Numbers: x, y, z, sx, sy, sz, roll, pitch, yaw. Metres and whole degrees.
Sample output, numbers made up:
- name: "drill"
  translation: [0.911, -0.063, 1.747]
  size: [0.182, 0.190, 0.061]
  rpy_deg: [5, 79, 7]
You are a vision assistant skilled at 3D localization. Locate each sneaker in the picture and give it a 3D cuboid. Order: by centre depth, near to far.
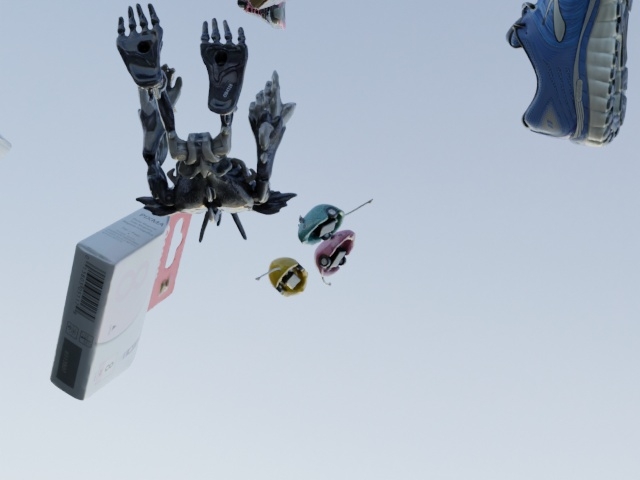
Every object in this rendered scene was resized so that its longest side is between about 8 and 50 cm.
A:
- name: "sneaker"
  translation: [0.293, -0.281, 1.186]
  size: [0.147, 0.129, 0.330]
  rpy_deg: [6, -83, 26]
- name: "sneaker"
  translation: [-0.074, -0.289, 1.220]
  size: [0.057, 0.119, 0.047]
  rpy_deg: [-1, -69, -12]

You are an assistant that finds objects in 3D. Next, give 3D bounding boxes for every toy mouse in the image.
- name: "toy mouse"
  translation: [0.000, 0.000, 1.072]
  size: [0.031, 0.143, 0.161]
  rpy_deg: [41, 2, 27]

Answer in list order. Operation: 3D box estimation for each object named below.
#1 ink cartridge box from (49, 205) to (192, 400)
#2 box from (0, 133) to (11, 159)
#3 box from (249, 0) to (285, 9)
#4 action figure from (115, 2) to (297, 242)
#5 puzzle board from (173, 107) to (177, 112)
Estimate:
- name: "ink cartridge box"
  translation: [-0.195, 0.046, 1.097]
  size: [0.066, 0.232, 0.189]
  rpy_deg: [31, -57, 19]
- name: "box"
  translation: [-0.271, -0.038, 0.496]
  size: [0.130, 0.170, 0.091]
  rpy_deg: [43, -3, 10]
- name: "box"
  translation: [0.049, -0.268, 0.828]
  size: [0.201, 0.164, 0.021]
  rpy_deg: [-30, -87, 38]
- name: "action figure"
  translation: [-0.104, -0.106, 0.932]
  size: [0.164, 0.141, 0.276]
  rpy_deg: [4, -28, 3]
- name: "puzzle board"
  translation: [-0.277, -0.280, 1.630]
  size: [0.096, 0.011, 0.128]
  rpy_deg: [57, -9, 33]
